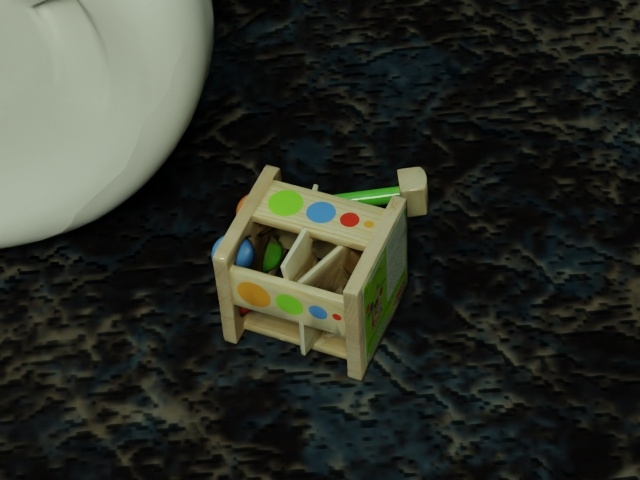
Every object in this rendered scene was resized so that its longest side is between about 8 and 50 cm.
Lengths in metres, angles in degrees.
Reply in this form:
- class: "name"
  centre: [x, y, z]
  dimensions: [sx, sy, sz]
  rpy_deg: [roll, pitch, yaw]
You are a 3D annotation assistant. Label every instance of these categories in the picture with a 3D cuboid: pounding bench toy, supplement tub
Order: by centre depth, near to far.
- class: "pounding bench toy"
  centre: [0.000, 0.000, 0.737]
  dimensions: [0.065, 0.052, 0.083]
  rpy_deg: [15, 51, 17]
- class: "supplement tub"
  centre: [-0.153, -0.178, 0.785]
  dimensions: [0.228, 0.228, 0.316]
  rpy_deg: [-2, 48, 2]
